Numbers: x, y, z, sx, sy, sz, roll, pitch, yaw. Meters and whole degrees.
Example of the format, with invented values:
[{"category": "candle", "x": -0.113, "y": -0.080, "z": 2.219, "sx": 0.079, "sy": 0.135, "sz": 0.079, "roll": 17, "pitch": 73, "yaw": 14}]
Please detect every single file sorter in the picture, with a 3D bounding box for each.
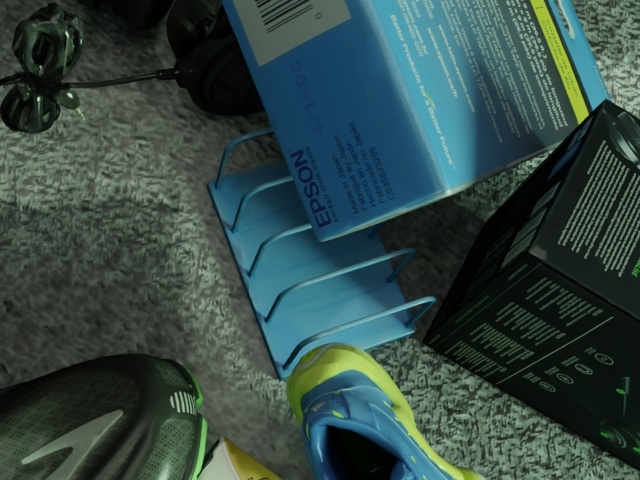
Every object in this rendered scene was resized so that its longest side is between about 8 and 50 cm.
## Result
[{"category": "file sorter", "x": 0.000, "y": 0.000, "z": 0.820, "sx": 0.118, "sy": 0.104, "sz": 0.170, "roll": -18, "pitch": 76, "yaw": -15}]

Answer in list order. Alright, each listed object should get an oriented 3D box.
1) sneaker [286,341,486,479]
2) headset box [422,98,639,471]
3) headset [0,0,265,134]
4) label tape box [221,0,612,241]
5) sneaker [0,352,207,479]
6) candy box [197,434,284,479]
[{"category": "sneaker", "x": 0.057, "y": 0.185, "z": 0.733, "sx": 0.091, "sy": 0.126, "sz": 0.240, "roll": -39, "pitch": 99, "yaw": 13}, {"category": "headset box", "x": 0.251, "y": 0.066, "z": 0.769, "sx": 0.283, "sy": 0.246, "sz": 0.131, "roll": 31, "pitch": 69, "yaw": 1}, {"category": "headset", "x": -0.091, "y": -0.208, "z": 0.829, "sx": 0.243, "sy": 0.185, "sz": 0.394, "roll": 41, "pitch": 58, "yaw": 4}, {"category": "label tape box", "x": 0.082, "y": -0.164, "z": 0.807, "sx": 0.348, "sy": 0.115, "sz": 0.249, "roll": -24, "pitch": 91, "yaw": -56}, {"category": "sneaker", "x": -0.298, "y": 0.163, "z": 0.641, "sx": 0.483, "sy": 0.202, "sz": 0.185, "roll": -14, "pitch": 51, "yaw": -16}, {"category": "candy box", "x": -0.077, "y": 0.275, "z": 0.730, "sx": 0.159, "sy": 0.071, "sz": 0.233, "roll": 36, "pitch": 68, "yaw": 3}]
